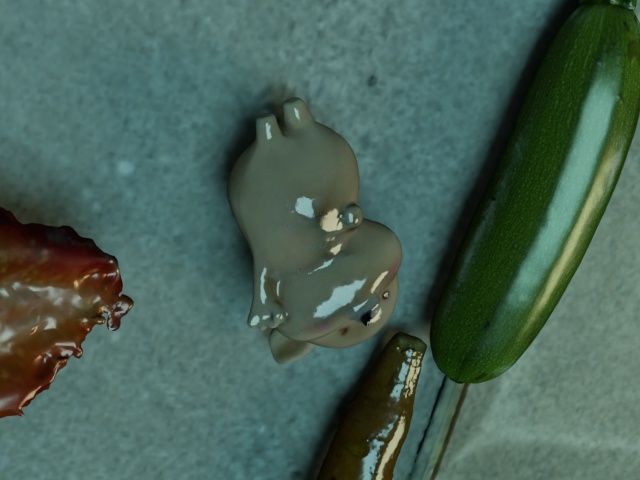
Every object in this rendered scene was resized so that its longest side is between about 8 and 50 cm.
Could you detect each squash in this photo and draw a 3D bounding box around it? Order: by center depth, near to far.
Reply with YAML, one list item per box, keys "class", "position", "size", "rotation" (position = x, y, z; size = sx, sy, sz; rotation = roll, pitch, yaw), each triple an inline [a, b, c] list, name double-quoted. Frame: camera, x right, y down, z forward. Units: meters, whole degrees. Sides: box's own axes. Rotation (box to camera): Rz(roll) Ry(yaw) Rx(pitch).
- class: "squash"
  position: [0.126, -0.031, 0.859]
  size: [0.066, 0.066, 0.252]
  rotation: [13, 107, -27]

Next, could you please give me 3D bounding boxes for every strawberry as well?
- class: "strawberry"
  position: [-0.217, 0.026, 0.732]
  size: [0.228, 0.098, 0.174]
  rotation: [-29, 106, -22]

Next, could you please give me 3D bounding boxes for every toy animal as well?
- class: "toy animal"
  position: [-0.002, -0.003, 0.819]
  size: [0.083, 0.089, 0.150]
  rotation: [-11, 123, 5]

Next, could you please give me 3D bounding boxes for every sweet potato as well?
- class: "sweet potato"
  position: [0.007, 0.176, 0.912]
  size: [0.057, 0.057, 0.265]
  rotation: [12, 110, -27]
